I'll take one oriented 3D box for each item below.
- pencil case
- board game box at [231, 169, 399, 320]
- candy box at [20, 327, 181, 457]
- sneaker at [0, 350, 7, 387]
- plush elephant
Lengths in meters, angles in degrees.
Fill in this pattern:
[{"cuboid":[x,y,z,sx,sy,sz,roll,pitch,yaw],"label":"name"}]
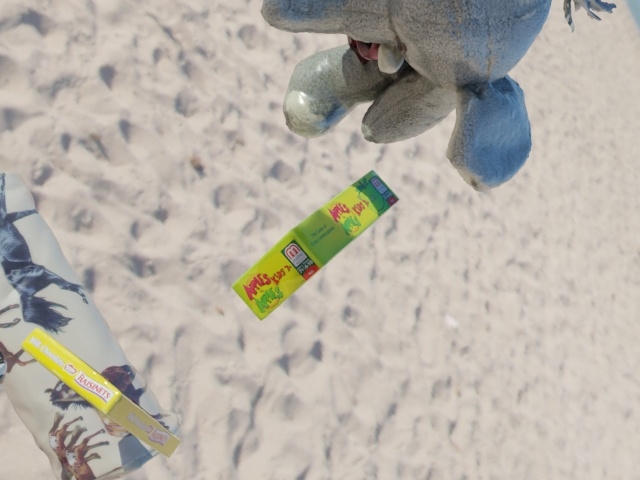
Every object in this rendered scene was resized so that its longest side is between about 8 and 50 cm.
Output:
[{"cuboid":[-0.338,0.105,1.079,0.160,0.183,0.410,-33,91,-23],"label":"pencil case"},{"cuboid":[0.000,0.000,0.846,0.043,0.092,0.181,49,33,1],"label":"board game box"},{"cuboid":[-0.202,0.150,0.850,0.105,0.027,0.206,31,-17,17],"label":"candy box"},{"cuboid":[-0.173,0.049,0.378,0.083,0.037,0.032,27,10,-39],"label":"sneaker"},{"cuboid":[0.073,-0.185,0.669,0.255,0.330,0.271,-54,144,-65],"label":"plush elephant"}]
